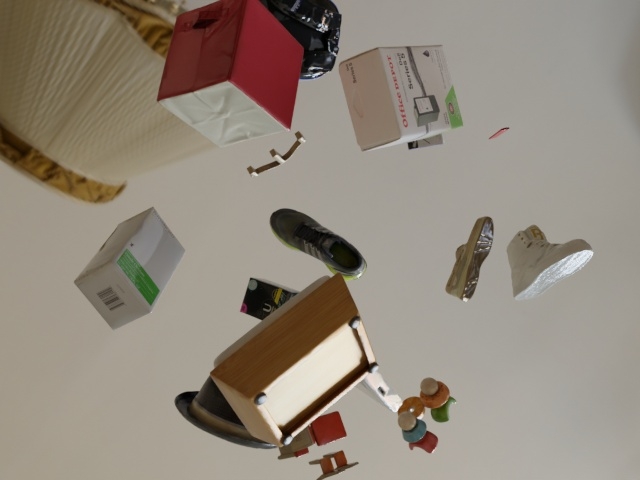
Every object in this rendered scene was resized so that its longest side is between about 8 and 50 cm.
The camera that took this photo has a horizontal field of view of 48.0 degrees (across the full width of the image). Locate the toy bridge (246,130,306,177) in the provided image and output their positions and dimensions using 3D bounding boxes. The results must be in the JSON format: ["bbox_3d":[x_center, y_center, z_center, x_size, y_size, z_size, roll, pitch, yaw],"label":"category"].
[{"bbox_3d":[-0.120,-0.233,2.010,0.026,0.188,0.063,60,-168,23],"label":"toy bridge"}]

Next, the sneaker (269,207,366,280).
[{"bbox_3d":[0.000,0.000,1.933,0.300,0.111,0.121,29,167,-1],"label":"sneaker"}]

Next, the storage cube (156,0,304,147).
[{"bbox_3d":[-0.167,-0.315,1.357,0.184,0.193,0.215,-7,155,33],"label":"storage cube"}]

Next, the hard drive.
[{"bbox_3d":[0.044,0.320,1.945,0.353,0.047,0.233,28,162,43],"label":"hard drive"}]

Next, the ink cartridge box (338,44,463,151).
[{"bbox_3d":[0.183,-0.319,1.592,0.273,0.115,0.198,-20,-84,-49],"label":"ink cartridge box"}]

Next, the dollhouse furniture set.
[{"bbox_3d":[-0.009,0.550,2.063,0.259,0.135,0.262,1,-117,-55],"label":"dollhouse furniture set"}]

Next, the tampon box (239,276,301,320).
[{"bbox_3d":[-0.157,0.200,2.327,0.161,0.120,0.101,17,-178,24],"label":"tampon box"}]

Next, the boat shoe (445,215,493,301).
[{"bbox_3d":[0.507,0.054,2.470,0.098,0.302,0.109,24,-167,41],"label":"boat shoe"}]

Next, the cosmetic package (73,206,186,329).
[{"bbox_3d":[-0.564,0.076,2.167,0.197,0.155,0.365,56,-159,-22],"label":"cosmetic package"}]

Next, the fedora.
[{"bbox_3d":[-0.209,0.402,1.839,0.334,0.152,0.334,19,179,0],"label":"fedora"}]

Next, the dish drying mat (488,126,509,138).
[{"bbox_3d":[0.551,-0.332,2.222,0.083,0.032,0.008,142,110,-73],"label":"dish drying mat"}]

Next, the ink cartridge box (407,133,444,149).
[{"bbox_3d":[0.269,-0.354,1.936,0.046,0.097,0.207,-33,-66,-74],"label":"ink cartridge box"}]

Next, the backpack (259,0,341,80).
[{"bbox_3d":[-0.087,-0.524,1.822,0.264,0.276,0.213,4,-155,-27],"label":"backpack"}]

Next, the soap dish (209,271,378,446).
[{"bbox_3d":[-0.033,0.225,1.306,0.118,0.291,0.229,39,159,40],"label":"soap dish"}]

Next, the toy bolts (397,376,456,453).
[{"bbox_3d":[0.310,0.565,2.377,0.218,0.228,0.158,-9,129,38],"label":"toy bolts"}]

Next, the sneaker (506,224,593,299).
[{"bbox_3d":[0.561,0.023,1.818,0.108,0.292,0.169,3,-116,-19],"label":"sneaker"}]
